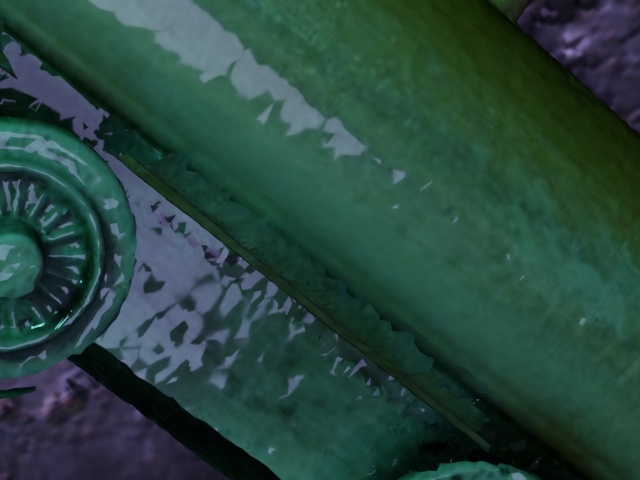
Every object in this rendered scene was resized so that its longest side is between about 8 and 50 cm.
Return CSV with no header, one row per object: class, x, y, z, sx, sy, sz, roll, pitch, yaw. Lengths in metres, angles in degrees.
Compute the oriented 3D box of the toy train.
toy train,0.003,0.001,0.557,0.307,0.126,0.189,38,101,-19
